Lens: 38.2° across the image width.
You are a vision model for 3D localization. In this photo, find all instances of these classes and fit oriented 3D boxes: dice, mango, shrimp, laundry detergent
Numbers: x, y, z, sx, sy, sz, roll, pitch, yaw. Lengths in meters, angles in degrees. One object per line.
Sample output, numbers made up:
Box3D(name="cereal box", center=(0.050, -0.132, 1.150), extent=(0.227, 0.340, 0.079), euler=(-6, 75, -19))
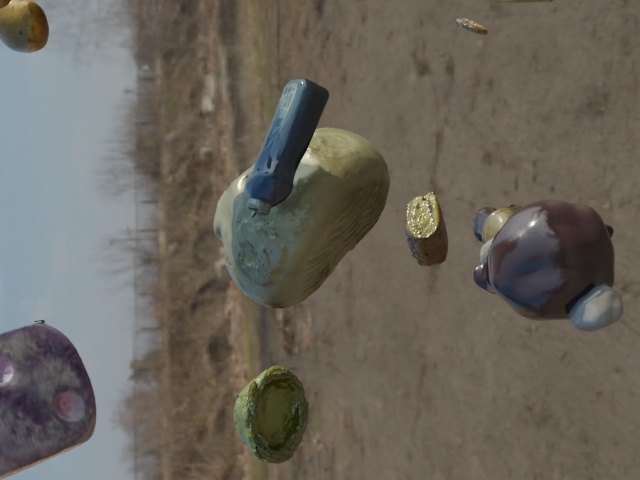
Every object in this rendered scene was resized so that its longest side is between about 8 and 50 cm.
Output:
Box3D(name="dice", center=(-0.648, 0.342, 1.911), extent=(0.270, 0.270, 0.271), euler=(-30, 81, 43))
Box3D(name="mango", center=(-0.706, -0.508, 2.136), extent=(0.262, 0.109, 0.157), euler=(29, 142, 54))
Box3D(name="shrimp", center=(0.337, -0.492, 2.112), extent=(0.108, 0.059, 0.023), euler=(37, 116, 46))
Box3D(name="laundry detergent", center=(-0.056, -0.127, 1.319), extent=(0.097, 0.061, 0.206), euler=(4, 70, 61))

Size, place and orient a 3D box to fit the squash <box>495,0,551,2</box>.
Box3D(name="squash", center=(0.281, -0.451, 1.555), extent=(0.094, 0.224, 0.094), euler=(2, -90, -87))

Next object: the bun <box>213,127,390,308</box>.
Box3D(name="bun", center=(-0.036, -0.053, 1.554), extent=(0.234, 0.326, 0.362), euler=(44, 180, 7))

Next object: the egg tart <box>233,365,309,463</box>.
Box3D(name="egg tart", center=(-0.098, 0.341, 1.806), extent=(0.078, 0.197, 0.197), euler=(-10, 78, 40))

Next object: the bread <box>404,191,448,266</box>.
Box3D(name="bread", center=(0.267, -0.023, 2.341), extent=(0.172, 0.103, 0.131), euler=(67, -162, -59))

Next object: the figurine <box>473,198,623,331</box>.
Box3D(name="figurine", center=(0.367, 0.033, 1.622), extent=(0.365, 0.218, 0.206), euler=(-170, 88, -82))

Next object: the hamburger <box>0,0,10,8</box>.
Box3D(name="hamburger", center=(-0.425, -0.463, 1.276), extent=(0.236, 0.277, 0.276), euler=(-52, 32, 35))
